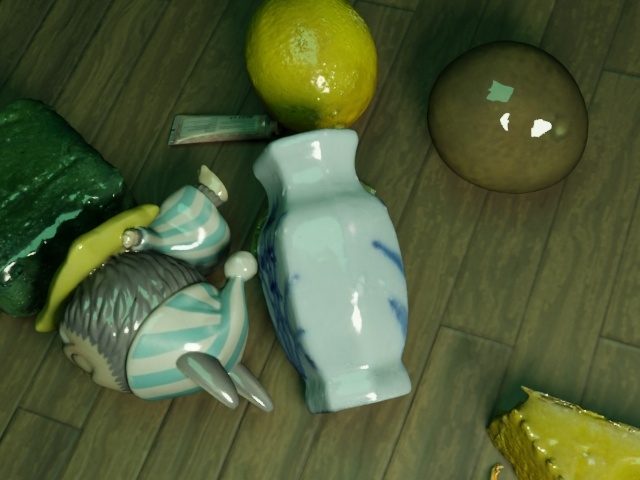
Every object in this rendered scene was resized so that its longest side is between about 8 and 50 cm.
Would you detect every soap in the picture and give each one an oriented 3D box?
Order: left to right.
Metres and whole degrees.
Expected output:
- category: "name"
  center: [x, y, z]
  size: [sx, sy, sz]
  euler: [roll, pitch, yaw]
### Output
- category: "soap"
  center: [0.347, 0.392, 1.339]
  size: [0.339, 0.169, 0.304]
  euler: [18, 57, 18]

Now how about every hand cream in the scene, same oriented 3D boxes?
- category: "hand cream"
  center: [-0.174, -0.203, 1.808]
  size: [0.210, 0.043, 0.067]
  euler: [0, 61, 16]

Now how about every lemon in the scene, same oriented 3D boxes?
- category: "lemon"
  center: [-0.017, -0.314, 1.731]
  size: [0.236, 0.236, 0.263]
  euler: [-42, 87, -13]

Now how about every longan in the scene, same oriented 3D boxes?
- category: "longan"
  center: [0.302, -0.200, 1.609]
  size: [0.258, 0.258, 0.258]
  euler: [-4, 62, 7]

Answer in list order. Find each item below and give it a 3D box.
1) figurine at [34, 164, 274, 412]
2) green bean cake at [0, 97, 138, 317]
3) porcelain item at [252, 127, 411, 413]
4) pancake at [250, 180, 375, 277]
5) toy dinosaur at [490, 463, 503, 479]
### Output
- category: "figurine"
  center: [-0.198, 0.127, 1.563]
  size: [0.378, 0.266, 0.361]
  euler: [45, 58, 9]
- category: "green bean cake"
  center: [-0.508, -0.059, 1.715]
  size: [0.300, 0.169, 0.308]
  euler: [-41, 63, -14]
- category: "porcelain item"
  center: [0.011, 0.050, 1.498]
  size: [0.178, 0.242, 0.405]
  euler: [-8, 81, -18]
- category: "pancake"
  center: [0.000, 0.000, 1.672]
  size: [0.254, 0.037, 0.253]
  euler: [-4, 62, 7]
- category: "toy dinosaur"
  center: [0.264, 0.408, 1.346]
  size: [0.117, 0.070, 0.288]
  euler: [24, 24, 5]
